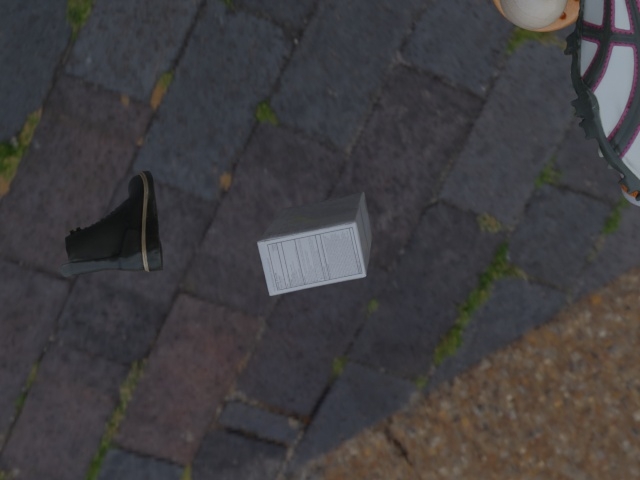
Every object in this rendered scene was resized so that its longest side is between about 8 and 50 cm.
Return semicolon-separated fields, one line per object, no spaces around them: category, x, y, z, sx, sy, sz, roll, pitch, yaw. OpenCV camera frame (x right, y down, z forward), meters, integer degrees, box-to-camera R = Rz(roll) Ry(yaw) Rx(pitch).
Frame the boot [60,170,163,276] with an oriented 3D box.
boot;-0.296;-0.027;1.693;0.137;0.198;0.077;-7;125;-6

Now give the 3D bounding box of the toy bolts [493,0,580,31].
toy bolts;0.144;-0.302;1.082;0.229;0.158;0.218;11;124;17

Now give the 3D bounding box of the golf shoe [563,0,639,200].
golf shoe;0.192;-0.127;0.651;0.105;0.120;0.273;-27;94;-29

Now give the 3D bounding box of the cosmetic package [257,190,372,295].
cosmetic package;0.000;0.000;1.257;0.099;0.239;0.060;-10;98;6

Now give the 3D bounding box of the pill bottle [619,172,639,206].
pill bottle;0.308;-0.111;1.087;0.086;0.086;0.152;-14;118;-1
